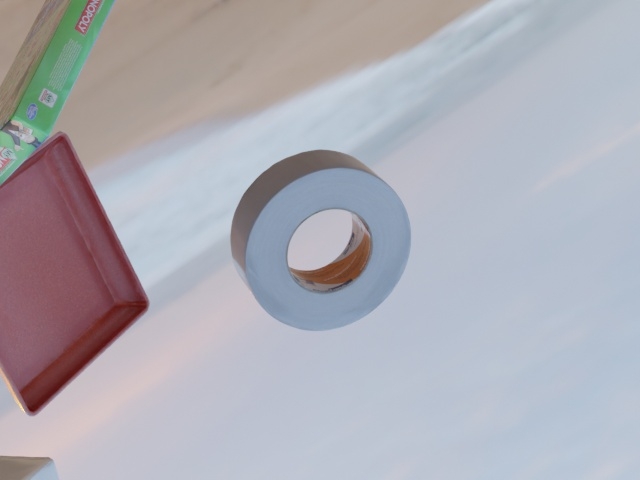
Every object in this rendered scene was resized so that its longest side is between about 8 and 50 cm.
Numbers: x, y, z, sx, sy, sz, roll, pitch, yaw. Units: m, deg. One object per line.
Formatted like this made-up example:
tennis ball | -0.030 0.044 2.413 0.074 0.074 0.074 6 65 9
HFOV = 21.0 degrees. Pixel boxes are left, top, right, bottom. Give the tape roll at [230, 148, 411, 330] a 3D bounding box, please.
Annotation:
tape roll | 0.000 0.000 2.160 0.219 0.219 0.072 -34 -150 -3

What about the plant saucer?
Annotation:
plant saucer | -0.341 0.039 2.073 0.048 0.258 0.259 -9 -156 38

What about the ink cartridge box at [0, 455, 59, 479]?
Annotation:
ink cartridge box | -0.290 0.317 1.246 0.197 0.270 0.198 -2 -161 29

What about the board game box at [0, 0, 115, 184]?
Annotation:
board game box | -0.297 -0.209 1.915 0.213 0.046 0.317 -32 -149 54
